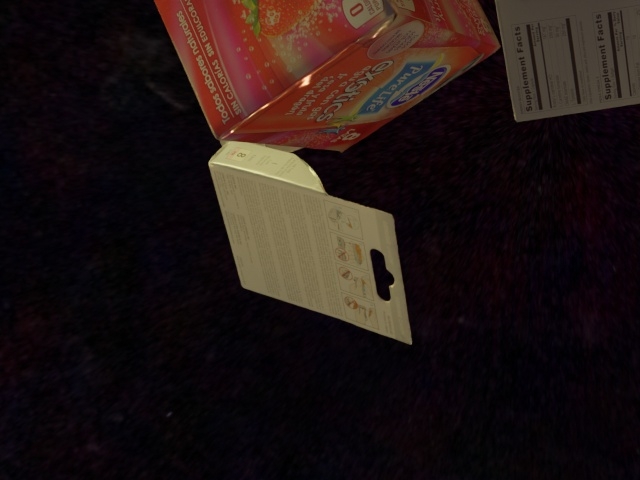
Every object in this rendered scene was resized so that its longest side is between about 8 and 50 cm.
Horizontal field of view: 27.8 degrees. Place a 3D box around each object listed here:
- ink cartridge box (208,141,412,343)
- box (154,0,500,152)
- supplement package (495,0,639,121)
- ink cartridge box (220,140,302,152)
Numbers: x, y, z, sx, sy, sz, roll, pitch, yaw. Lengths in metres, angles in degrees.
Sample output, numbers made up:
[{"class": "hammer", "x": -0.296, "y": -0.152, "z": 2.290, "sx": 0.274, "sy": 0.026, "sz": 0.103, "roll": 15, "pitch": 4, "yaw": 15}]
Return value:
[{"class": "ink cartridge box", "x": 0.000, "y": 0.000, "z": 1.398, "sx": 0.232, "sy": 0.066, "sz": 0.189, "roll": 13, "pitch": 136, "yaw": 27}, {"class": "box", "x": -0.031, "y": -0.220, "z": 0.830, "sx": 0.142, "sy": 0.154, "sz": 0.300, "roll": -32, "pitch": 75, "yaw": 28}, {"class": "supplement package", "x": 0.290, "y": -0.209, "z": 1.192, "sx": 0.244, "sy": 0.139, "sz": 0.134, "roll": -8, "pitch": 114, "yaw": 12}, {"class": "ink cartridge box", "x": -0.086, "y": -0.174, "z": 1.588, "sx": 0.066, "sy": 0.296, "sz": 0.261, "roll": -22, "pitch": 126, "yaw": -10}]
